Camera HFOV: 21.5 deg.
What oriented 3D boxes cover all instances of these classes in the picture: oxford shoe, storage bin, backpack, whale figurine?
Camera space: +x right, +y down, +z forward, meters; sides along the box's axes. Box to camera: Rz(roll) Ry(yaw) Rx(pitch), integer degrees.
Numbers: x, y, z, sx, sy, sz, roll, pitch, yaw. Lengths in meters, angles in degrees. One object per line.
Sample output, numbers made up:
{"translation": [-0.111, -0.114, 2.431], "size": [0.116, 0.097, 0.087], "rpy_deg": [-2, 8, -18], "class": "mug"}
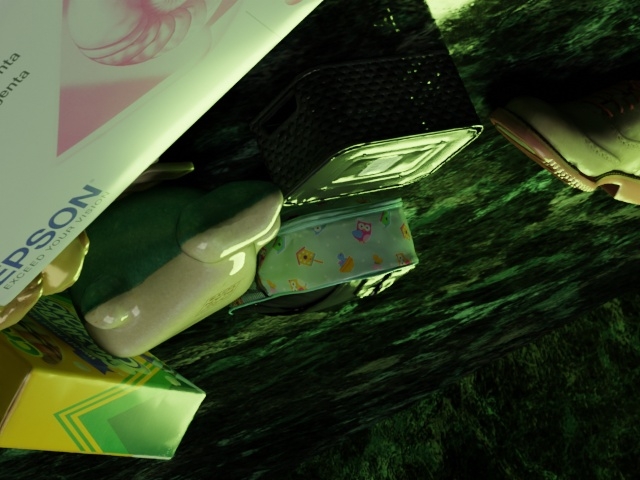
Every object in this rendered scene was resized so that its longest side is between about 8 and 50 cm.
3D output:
{"translation": [0.297, -0.131, 1.836], "size": [0.130, 0.123, 0.348], "rpy_deg": [-56, 154, 16], "class": "oxford shoe"}
{"translation": [0.042, -0.103, 1.541], "size": [0.180, 0.084, 0.122], "rpy_deg": [-12, 163, -37], "class": "storage bin"}
{"translation": [0.000, 0.000, 1.704], "size": [0.166, 0.144, 0.188], "rpy_deg": [-10, -176, -34], "class": "backpack"}
{"translation": [-0.134, 0.000, 1.513], "size": [0.216, 0.141, 0.272], "rpy_deg": [-30, 173, -29], "class": "whale figurine"}

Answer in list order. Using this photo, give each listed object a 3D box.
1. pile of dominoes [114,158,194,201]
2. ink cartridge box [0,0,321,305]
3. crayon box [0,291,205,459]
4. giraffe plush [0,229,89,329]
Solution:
{"translation": [-0.255, -0.046, 1.439], "size": [0.251, 0.040, 0.196], "rpy_deg": [-19, 171, 21], "class": "pile of dominoes"}
{"translation": [-0.173, -0.117, 0.952], "size": [0.324, 0.071, 0.330], "rpy_deg": [-43, 156, 10], "class": "ink cartridge box"}
{"translation": [-0.277, 0.110, 1.543], "size": [0.323, 0.203, 0.083], "rpy_deg": [16, 105, -60], "class": "crayon box"}
{"translation": [-0.235, -0.066, 1.176], "size": [0.210, 0.181, 0.170], "rpy_deg": [23, 133, -20], "class": "giraffe plush"}
